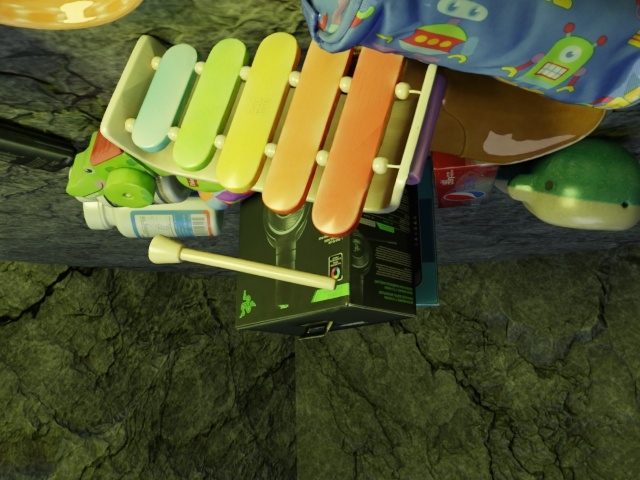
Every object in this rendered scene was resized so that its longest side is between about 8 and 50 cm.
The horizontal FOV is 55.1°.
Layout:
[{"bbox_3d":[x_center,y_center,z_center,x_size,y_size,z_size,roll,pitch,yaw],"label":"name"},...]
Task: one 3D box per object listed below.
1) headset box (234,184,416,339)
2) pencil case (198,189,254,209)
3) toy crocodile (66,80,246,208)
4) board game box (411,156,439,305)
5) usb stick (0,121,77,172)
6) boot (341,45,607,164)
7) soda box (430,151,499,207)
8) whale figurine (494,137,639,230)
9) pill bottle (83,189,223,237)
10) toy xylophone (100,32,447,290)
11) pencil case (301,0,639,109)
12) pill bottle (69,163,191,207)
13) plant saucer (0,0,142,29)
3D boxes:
[{"bbox_3d":[0.000,0.000,0.876,0.131,0.283,0.246,14,159,-40],"label":"headset box"},{"bbox_3d":[-0.085,-0.113,0.822,0.104,0.104,0.236,6,163,-39],"label":"pencil case"},{"bbox_3d":[-0.202,-0.122,0.770,0.340,0.115,0.105,-9,149,30],"label":"toy crocodile"},{"bbox_3d":[0.036,-0.004,1.093,0.336,0.254,0.079,-3,172,11],"label":"board game box"},{"bbox_3d":[-0.460,-0.141,0.817,0.077,0.045,0.278,-15,165,30],"label":"usb stick"},{"bbox_3d":[0.141,-0.151,0.662,0.295,0.104,0.211,-2,172,30],"label":"boot"},{"bbox_3d":[0.218,-0.118,0.944,0.092,0.083,0.263,-4,170,11],"label":"soda box"},{"bbox_3d":[0.405,-0.105,1.015,0.216,0.141,0.272,2,-165,-19],"label":"whale figurine"},{"bbox_3d":[-0.284,-0.067,1.060,0.221,0.124,0.124,0,171,-2],"label":"pill bottle"},{"bbox_3d":[-0.050,-0.083,0.564,0.322,0.236,0.081,4,162,18],"label":"toy xylophone"},{"bbox_3d":[0.128,-0.174,0.452,0.306,0.119,0.133,3,145,-25],"label":"pencil case"},{"bbox_3d":[-0.293,-0.099,0.947,0.169,0.094,0.094,-4,171,12],"label":"pill bottle"},{"bbox_3d":[-0.221,-0.212,0.429,0.200,0.037,0.200,-1,171,0],"label":"plant saucer"}]
